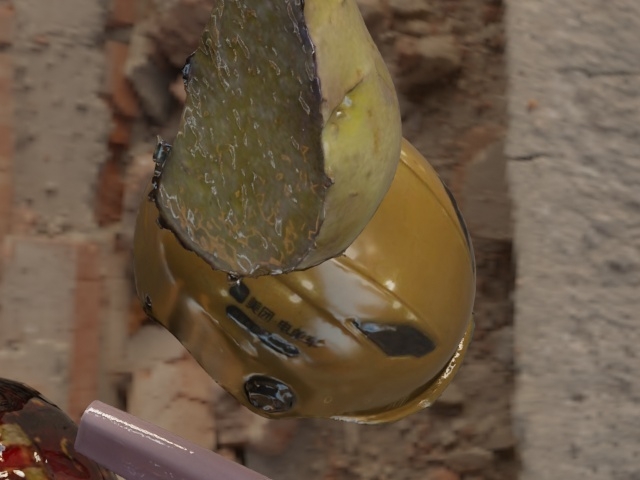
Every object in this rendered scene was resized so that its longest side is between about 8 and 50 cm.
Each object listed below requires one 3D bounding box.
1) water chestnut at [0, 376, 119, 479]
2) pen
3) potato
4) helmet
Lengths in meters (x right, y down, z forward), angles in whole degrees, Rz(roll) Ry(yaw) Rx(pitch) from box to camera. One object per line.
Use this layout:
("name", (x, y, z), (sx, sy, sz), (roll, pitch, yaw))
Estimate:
("water chestnut", (-0.264, 0.242, 1.424), (0.289, 0.244, 0.289), (31, 140, 30))
("pen", (-0.073, 0.166, 1.303), (0.197, 0.032, 0.053), (26, 128, 9))
("potato", (0.002, -0.060, 0.801), (0.100, 0.089, 0.172), (42, 132, 30))
("helmet", (0.000, 0.000, 1.164), (0.224, 0.130, 0.198), (30, 62, 4))
